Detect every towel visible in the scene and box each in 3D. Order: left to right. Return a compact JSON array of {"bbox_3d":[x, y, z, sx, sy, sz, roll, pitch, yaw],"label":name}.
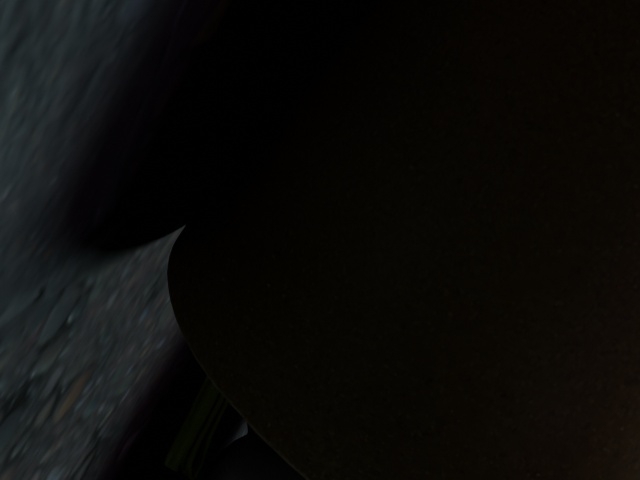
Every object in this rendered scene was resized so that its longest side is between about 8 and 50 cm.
[{"bbox_3d":[0.000,0.000,0.800,0.237,0.021,0.102,-61,171,20],"label":"towel"}]

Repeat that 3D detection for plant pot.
[{"bbox_3d":[0.112,-0.048,0.522,0.254,0.237,0.237,-62,172,22],"label":"plant pot"}]

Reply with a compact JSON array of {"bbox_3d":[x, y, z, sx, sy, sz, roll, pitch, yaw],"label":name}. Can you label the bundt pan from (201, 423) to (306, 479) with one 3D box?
[{"bbox_3d":[0.011,0.122,0.838,0.331,0.124,0.331,-59,176,-6],"label":"bundt pan"}]
